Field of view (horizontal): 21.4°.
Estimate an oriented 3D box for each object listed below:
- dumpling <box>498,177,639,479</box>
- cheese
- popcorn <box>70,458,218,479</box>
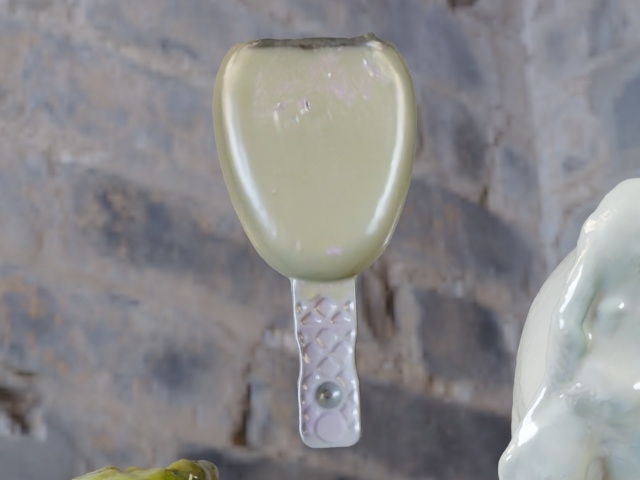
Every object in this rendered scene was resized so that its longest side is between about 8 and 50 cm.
[{"bbox_3d":[0.123,0.057,0.654,0.151,0.124,0.229,-16,128,-42],"label":"dumpling"},{"bbox_3d":[0.000,0.000,0.789,0.097,0.192,0.037,-1,171,-7],"label":"cheese"},{"bbox_3d":[-0.087,0.180,0.679,0.173,0.168,0.195,-8,-179,30],"label":"popcorn"}]
